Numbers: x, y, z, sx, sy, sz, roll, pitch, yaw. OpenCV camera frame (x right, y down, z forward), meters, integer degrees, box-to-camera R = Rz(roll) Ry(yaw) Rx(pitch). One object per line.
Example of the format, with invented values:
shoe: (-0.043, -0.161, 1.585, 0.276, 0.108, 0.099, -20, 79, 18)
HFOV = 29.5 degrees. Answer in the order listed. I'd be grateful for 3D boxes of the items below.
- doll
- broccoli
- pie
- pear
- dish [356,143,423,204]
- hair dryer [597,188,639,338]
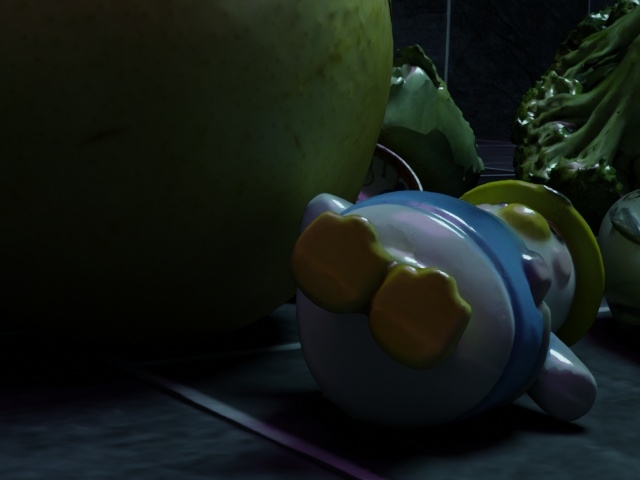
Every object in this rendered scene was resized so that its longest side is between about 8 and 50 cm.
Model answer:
doll: (0.065, 0.022, 0.553, 0.135, 0.098, 0.241, 0, 8, 29)
broccoli: (0.299, -0.103, 0.896, 0.304, 0.283, 0.321, 18, 44, 18)
pie: (-0.055, -0.091, 0.970, 0.371, 0.078, 0.296, 17, -24, 4)
pear: (-0.107, -0.088, 0.647, 0.309, 0.309, 0.309, 2, 8, 0)
dish: (0.000, 0.000, 0.833, 0.141, 0.078, 0.141, -1, 45, 1)
hair dryer: (0.232, -0.006, 0.617, 0.088, 0.225, 0.219, 38, 33, -13)
